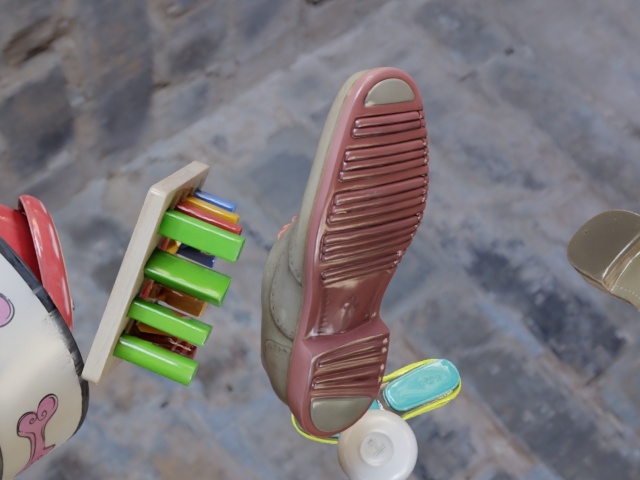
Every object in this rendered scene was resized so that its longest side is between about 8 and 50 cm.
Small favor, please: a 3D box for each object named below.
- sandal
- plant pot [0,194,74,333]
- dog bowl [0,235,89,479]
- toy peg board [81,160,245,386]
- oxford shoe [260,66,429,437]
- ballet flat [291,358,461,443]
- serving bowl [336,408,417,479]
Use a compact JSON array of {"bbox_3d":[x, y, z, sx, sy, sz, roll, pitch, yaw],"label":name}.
[{"bbox_3d":[0.261,0.050,1.038,0.079,0.088,0.240,46,180,-27],"label":"sandal"},{"bbox_3d":[-0.355,0.044,1.538,0.191,0.174,0.191,167,90,-74],"label":"plant pot"},{"bbox_3d":[-0.413,0.093,1.308,0.408,0.150,0.408,22,142,19],"label":"dog bowl"},{"bbox_3d":[-0.108,0.034,1.189,0.079,0.160,0.161,23,102,3],"label":"toy peg board"},{"bbox_3d":[0.000,0.000,1.317,0.130,0.123,0.348,36,122,43],"label":"oxford shoe"},{"bbox_3d":[0.066,0.205,1.821,0.077,0.231,0.077,66,156,19],"label":"ballet flat"},{"bbox_3d":[0.058,0.213,1.517,0.083,0.083,0.027,51,175,10],"label":"serving bowl"}]
